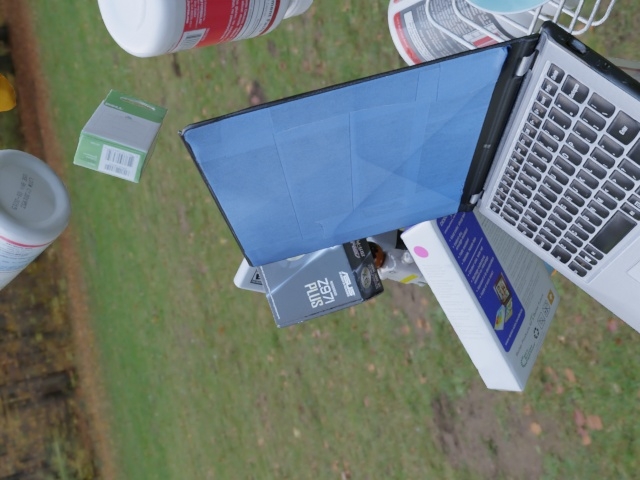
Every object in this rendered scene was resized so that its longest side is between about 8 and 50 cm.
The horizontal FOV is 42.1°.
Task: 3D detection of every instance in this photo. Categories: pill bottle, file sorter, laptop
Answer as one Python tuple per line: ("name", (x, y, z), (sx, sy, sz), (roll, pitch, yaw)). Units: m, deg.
("pill bottle", (-0.208, -0.501, 1.626), (0.229, 0.408, 0.229), (23, 124, 40))
("file sorter", (0.317, -0.396, 1.242), (0.193, 0.278, 0.173), (39, 138, 25))
("pill bottle", (0.337, -0.495, 1.724), (0.363, 0.210, 0.210), (-14, 87, 44))
("pill bottle", (-0.290, -0.002, 0.710), (0.160, 0.087, 0.087), (-34, 65, 33))
("laptop", (0.139, 0.015, 0.732), (0.408, 0.236, 0.382), (39, 170, 13))

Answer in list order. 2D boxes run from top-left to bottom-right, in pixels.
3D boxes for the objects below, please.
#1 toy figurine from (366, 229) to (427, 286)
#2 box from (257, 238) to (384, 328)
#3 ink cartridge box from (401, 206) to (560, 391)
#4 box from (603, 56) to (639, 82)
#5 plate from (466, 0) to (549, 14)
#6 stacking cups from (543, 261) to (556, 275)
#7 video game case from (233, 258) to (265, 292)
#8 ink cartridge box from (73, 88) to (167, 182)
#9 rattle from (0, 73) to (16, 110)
("toy figurine", (0.121, -0.046, 1.357), (0.213, 0.148, 0.209), (-114, 44, -62))
("box", (-0.013, 0.017, 1.179), (0.147, 0.077, 0.180), (-20, 88, 29))
("ink cartridge box", (0.204, 0.010, 1.079), (0.069, 0.175, 0.371), (-1, 131, 40))
("box", (0.404, -0.180, 1.195), (0.127, 0.232, 0.148), (-127, 43, -57))
("plate", (0.246, -0.376, 1.042), (0.188, 0.024, 0.188), (2, 94, 30))
("stacking cups", (0.346, 0.049, 1.363), (0.096, 0.316, 0.096), (29, 145, 24))
("video game case", (0.000, 0.000, 1.885), (0.036, 0.329, 0.300), (44, 113, 47))
("ink cartridge box", (-0.335, -0.181, 1.414), (0.209, 0.109, 0.062), (-90, 20, -61))
("rattle", (-0.476, -0.204, 1.084), (0.142, 0.130, 0.200), (58, 163, -23))
